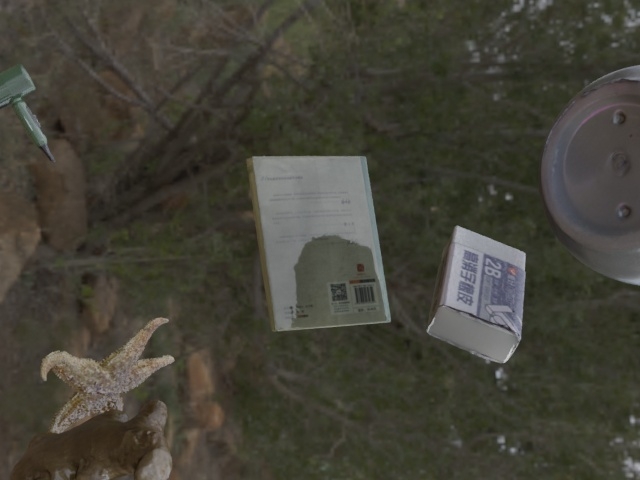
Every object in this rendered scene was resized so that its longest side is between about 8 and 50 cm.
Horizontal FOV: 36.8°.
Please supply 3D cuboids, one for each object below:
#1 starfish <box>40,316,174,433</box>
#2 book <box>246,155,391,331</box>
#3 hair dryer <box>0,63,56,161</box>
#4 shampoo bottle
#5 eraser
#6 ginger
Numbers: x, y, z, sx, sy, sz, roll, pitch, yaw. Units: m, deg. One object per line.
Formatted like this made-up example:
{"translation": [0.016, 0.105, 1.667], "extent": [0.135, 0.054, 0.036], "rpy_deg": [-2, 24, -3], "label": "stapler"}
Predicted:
{"translation": [-0.386, 0.270, 1.776], "extent": [0.060, 0.302, 0.299], "rpy_deg": [36, -28, 37], "label": "starfish"}
{"translation": [0.000, 0.000, 1.530], "extent": [0.025, 0.215, 0.282], "rpy_deg": [149, -63, -61], "label": "book"}
{"translation": [-0.433, -0.179, 1.415], "extent": [0.150, 0.071, 0.047], "rpy_deg": [61, -7, -9], "label": "hair dryer"}
{"translation": [0.430, -0.078, 1.211], "extent": [0.266, 0.273, 0.272], "rpy_deg": [4, 80, -49], "label": "shampoo bottle"}
{"translation": [0.232, 0.073, 1.401], "extent": [0.210, 0.125, 0.068], "rpy_deg": [-70, 180, -54], "label": "eraser"}
{"translation": [-0.294, 0.270, 1.240], "extent": [0.080, 0.333, 0.166], "rpy_deg": [54, 38, -20], "label": "ginger"}
